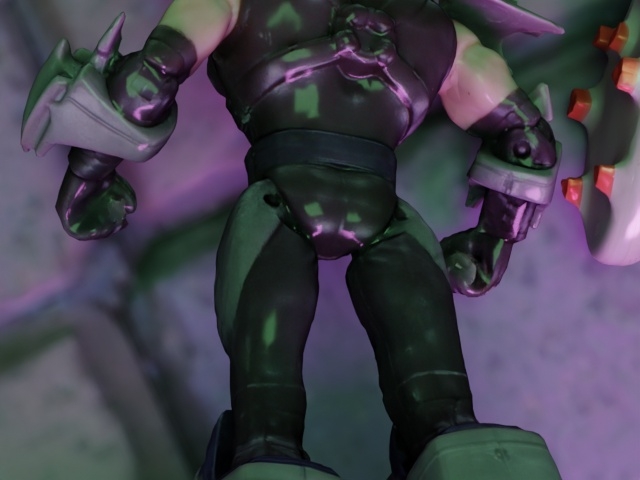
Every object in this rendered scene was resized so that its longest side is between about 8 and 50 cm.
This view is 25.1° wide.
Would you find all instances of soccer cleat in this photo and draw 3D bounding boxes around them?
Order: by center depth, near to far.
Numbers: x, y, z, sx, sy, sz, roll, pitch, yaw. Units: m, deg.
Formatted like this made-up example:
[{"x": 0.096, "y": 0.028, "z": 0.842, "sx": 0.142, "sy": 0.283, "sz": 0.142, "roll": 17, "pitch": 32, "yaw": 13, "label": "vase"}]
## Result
[{"x": 0.140, "y": -0.082, "z": 0.499, "sx": 0.076, "sy": 0.068, "sz": 0.196, "roll": 16, "pitch": 83, "yaw": -7, "label": "soccer cleat"}]

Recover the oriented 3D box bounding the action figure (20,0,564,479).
[{"x": 0.000, "y": 0.000, "z": 0.444, "sx": 0.185, "sy": 0.099, "sz": 0.285, "roll": 5, "pitch": 60, "yaw": -13, "label": "action figure"}]
